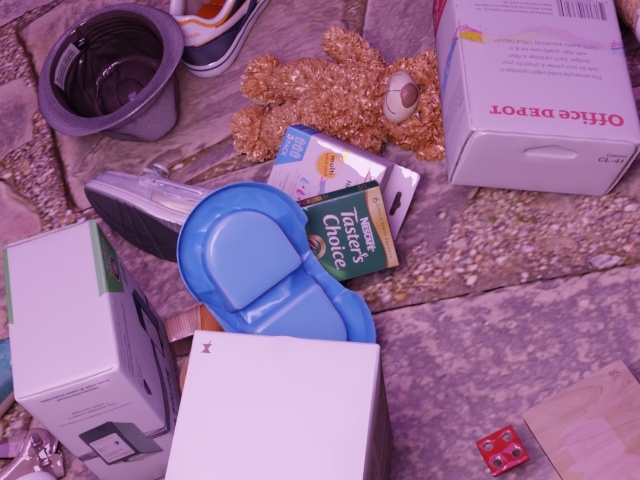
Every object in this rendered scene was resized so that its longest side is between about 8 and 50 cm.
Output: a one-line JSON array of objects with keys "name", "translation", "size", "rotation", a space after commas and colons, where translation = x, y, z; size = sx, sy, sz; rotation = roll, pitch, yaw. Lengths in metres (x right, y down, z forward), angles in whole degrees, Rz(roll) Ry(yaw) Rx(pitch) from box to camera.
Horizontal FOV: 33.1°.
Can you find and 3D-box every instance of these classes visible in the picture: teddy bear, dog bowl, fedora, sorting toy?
[{"name": "teddy bear", "translation": [0.026, -0.196, 1.528], "size": [0.337, 0.113, 0.245], "rotation": [20, 69, 26]}, {"name": "dog bowl", "translation": [-0.058, 0.065, 1.312], "size": [0.166, 0.297, 0.074], "rotation": [-37, 12, -11]}, {"name": "fedora", "translation": [-0.296, -0.232, 1.629], "size": [0.244, 0.124, 0.275], "rotation": [-47, 51, -8]}, {"name": "sorting toy", "translation": [0.311, 0.229, 1.216], "size": [0.274, 0.046, 0.132], "rotation": [-29, 56, -3]}]

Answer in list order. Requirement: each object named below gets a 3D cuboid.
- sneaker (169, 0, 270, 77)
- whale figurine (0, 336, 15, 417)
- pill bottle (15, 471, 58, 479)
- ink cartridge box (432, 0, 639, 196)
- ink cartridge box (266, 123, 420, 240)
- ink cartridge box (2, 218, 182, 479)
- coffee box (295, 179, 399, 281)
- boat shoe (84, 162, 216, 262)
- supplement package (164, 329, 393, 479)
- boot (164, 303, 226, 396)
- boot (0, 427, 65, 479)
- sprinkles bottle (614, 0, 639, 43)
[{"name": "sneaker", "translation": [-0.144, -0.419, 1.710], "size": [0.126, 0.127, 0.321], "rotation": [7, 60, 22]}, {"name": "whale figurine", "translation": [-0.483, 0.186, 1.423], "size": [0.272, 0.141, 0.216], "rotation": [-26, 55, -2]}, {"name": "pill bottle", "translation": [-0.297, 0.375, 1.264], "size": [0.119, 0.119, 0.208], "rotation": [-44, 57, -12]}, {"name": "ink cartridge box", "translation": [0.274, -0.223, 1.416], "size": [0.226, 0.131, 0.306], "rotation": [4, 61, -7]}, {"name": "ink cartridge box", "translation": [0.028, -0.073, 1.429], "size": [0.181, 0.061, 0.104], "rotation": [23, 104, 11]}, {"name": "ink cartridge box", "translation": [-0.260, 0.146, 1.294], "size": [0.121, 0.289, 0.211], "rotation": [-18, 56, 2]}, {"name": "coffee box", "translation": [0.000, 0.000, 1.377], "size": [0.184, 0.113, 0.040], "rotation": [-14, 15, -1]}, {"name": "boat shoe", "translation": [-0.175, -0.036, 1.491], "size": [0.320, 0.118, 0.103], "rotation": [15, 56, 19]}, {"name": "supplement package", "translation": [-0.035, 0.246, 1.164], "size": [0.199, 0.263, 0.198], "rotation": [4, 60, 9]}, {"name": "boot", "translation": [-0.107, 0.159, 1.374], "size": [0.152, 0.073, 0.197], "rotation": [-16, 66, -6]}, {"name": "boot", "translation": [-0.371, 0.300, 1.380], "size": [0.086, 0.042, 0.119], "rotation": [-2, 84, -7]}, {"name": "sprinkles bottle", "translation": [0.420, -0.401, 1.531], "size": [0.121, 0.121, 0.355], "rotation": [-30, 55, -3]}]
